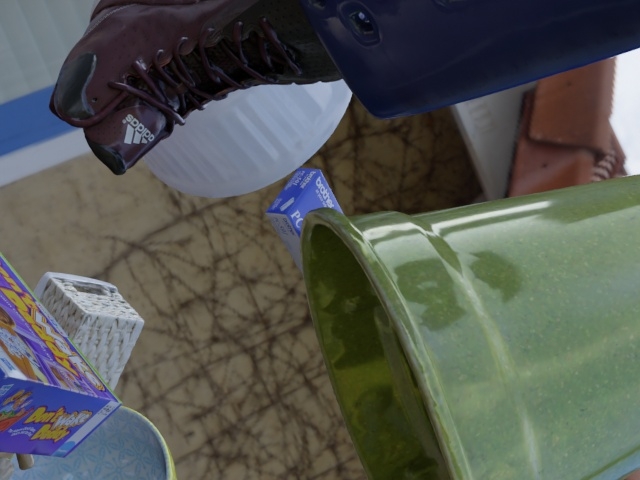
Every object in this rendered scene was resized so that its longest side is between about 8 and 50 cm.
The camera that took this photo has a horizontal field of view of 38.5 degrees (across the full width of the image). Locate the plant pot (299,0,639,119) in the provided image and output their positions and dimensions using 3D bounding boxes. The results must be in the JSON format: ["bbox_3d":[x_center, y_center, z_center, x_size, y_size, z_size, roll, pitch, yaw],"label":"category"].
[{"bbox_3d":[0.090,-0.222,0.416,0.212,0.236,0.236,48,-27,-21],"label":"plant pot"}]

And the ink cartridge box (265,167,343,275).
[{"bbox_3d":[0.000,0.000,1.375,0.046,0.097,0.207,7,-39,39],"label":"ink cartridge box"}]

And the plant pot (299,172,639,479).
[{"bbox_3d":[0.152,0.072,0.638,0.276,0.254,0.276,162,-90,-79],"label":"plant pot"}]

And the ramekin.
[{"bbox_3d":[-0.112,-0.197,0.973,0.277,0.277,0.135,58,7,31],"label":"ramekin"}]

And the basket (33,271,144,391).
[{"bbox_3d":[-0.312,0.140,1.153,0.103,0.167,0.113,33,10,37],"label":"basket"}]

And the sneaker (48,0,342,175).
[{"bbox_3d":[-0.082,-0.109,0.651,0.281,0.162,0.106,4,-36,35],"label":"sneaker"}]

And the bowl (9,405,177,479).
[{"bbox_3d":[-0.343,0.417,1.428,0.289,0.289,0.156,57,-6,37],"label":"bowl"}]

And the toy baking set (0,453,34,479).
[{"bbox_3d":[-0.398,0.208,0.959,0.030,0.197,0.256,-12,-83,52],"label":"toy baking set"}]

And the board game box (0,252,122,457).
[{"bbox_3d":[-0.346,0.032,0.806,0.347,0.078,0.233,46,-4,16],"label":"board game box"}]
